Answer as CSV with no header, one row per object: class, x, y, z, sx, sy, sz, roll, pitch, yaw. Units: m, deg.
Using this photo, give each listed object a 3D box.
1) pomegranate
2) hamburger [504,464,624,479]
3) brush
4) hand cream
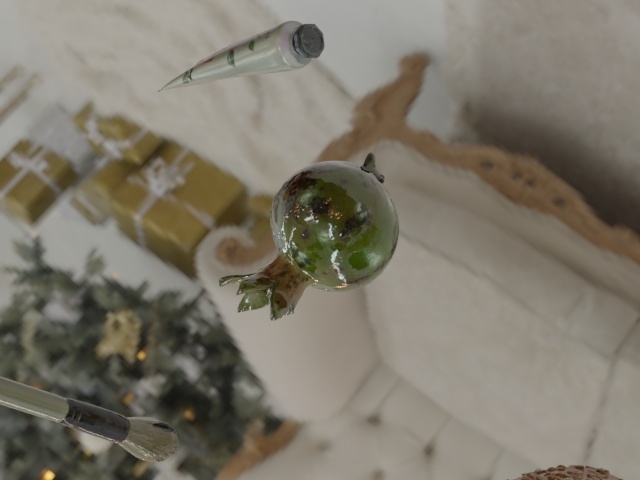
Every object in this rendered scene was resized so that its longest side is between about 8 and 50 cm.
pomegranate,-0.013,-0.002,1.675,0.156,0.220,0.156,61,169,21
hamburger,0.248,0.320,1.621,0.237,0.236,0.147,-3,94,57
brush,-0.228,0.139,1.304,0.042,0.039,0.299,8,165,43
hand cream,-0.084,-0.194,1.645,0.234,0.080,0.050,-7,115,48
